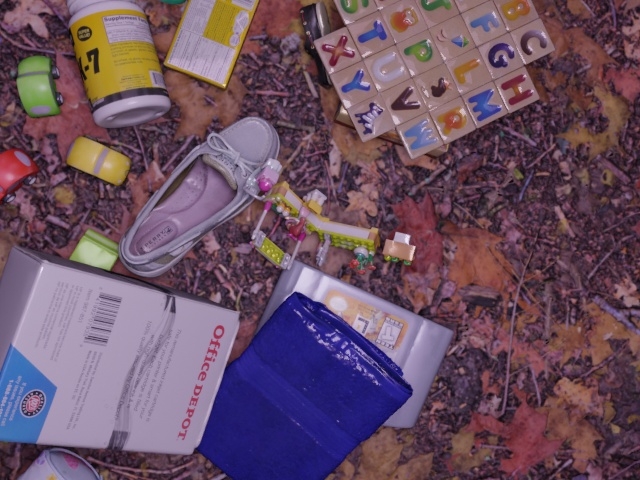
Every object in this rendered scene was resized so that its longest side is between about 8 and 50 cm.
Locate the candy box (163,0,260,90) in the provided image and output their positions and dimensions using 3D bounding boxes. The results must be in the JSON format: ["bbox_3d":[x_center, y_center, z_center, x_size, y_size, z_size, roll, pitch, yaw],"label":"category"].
[{"bbox_3d":[-0.165,-0.355,1.087,0.105,0.027,0.206,21,86,-2],"label":"candy box"}]

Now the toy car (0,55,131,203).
[{"bbox_3d":[-0.429,-0.179,1.043,0.239,0.053,0.225,-10,90,-6],"label":"toy car"}]

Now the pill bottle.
[{"bbox_3d":[-0.310,-0.286,1.025,0.119,0.119,0.208,-16,89,-6],"label":"pill bottle"}]

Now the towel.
[{"bbox_3d":[-0.041,0.245,1.016,0.227,0.076,0.308,41,108,0],"label":"towel"}]

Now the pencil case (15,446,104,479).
[{"bbox_3d":[-0.445,0.437,0.994,0.124,0.113,0.273,43,85,-9],"label":"pencil case"}]

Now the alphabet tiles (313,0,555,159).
[{"bbox_3d":[0.177,-0.298,1.038,0.342,0.011,0.285,-26,91,-6],"label":"alphabet tiles"}]

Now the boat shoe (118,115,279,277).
[{"bbox_3d":[-0.177,-0.075,1.027,0.118,0.103,0.320,46,72,-3],"label":"boat shoe"}]

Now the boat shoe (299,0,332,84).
[{"bbox_3d":[-0.003,-0.315,1.096,0.042,0.049,0.133,-9,97,22],"label":"boat shoe"}]

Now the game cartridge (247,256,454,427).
[{"bbox_3d":[0.044,0.175,1.081,0.297,0.062,0.198,24,82,-5],"label":"game cartridge"}]

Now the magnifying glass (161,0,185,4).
[{"bbox_3d":[-0.298,-0.450,1.061,0.231,0.092,0.026,43,130,4],"label":"magnifying glass"}]

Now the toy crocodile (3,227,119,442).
[{"bbox_3d":[-0.405,0.144,1.019,0.115,0.105,0.340,26,83,-16],"label":"toy crocodile"}]

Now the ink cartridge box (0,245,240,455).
[{"bbox_3d":[-0.294,0.159,0.936,0.307,0.129,0.223,22,86,-41],"label":"ink cartridge box"}]

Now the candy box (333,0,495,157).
[{"bbox_3d":[0.159,-0.313,1.087,0.183,0.087,0.316,19,86,-5],"label":"candy box"}]

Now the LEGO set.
[{"bbox_3d":[0.000,0.000,1.026,0.287,0.132,0.107,30,60,-14],"label":"LEGO set"}]
